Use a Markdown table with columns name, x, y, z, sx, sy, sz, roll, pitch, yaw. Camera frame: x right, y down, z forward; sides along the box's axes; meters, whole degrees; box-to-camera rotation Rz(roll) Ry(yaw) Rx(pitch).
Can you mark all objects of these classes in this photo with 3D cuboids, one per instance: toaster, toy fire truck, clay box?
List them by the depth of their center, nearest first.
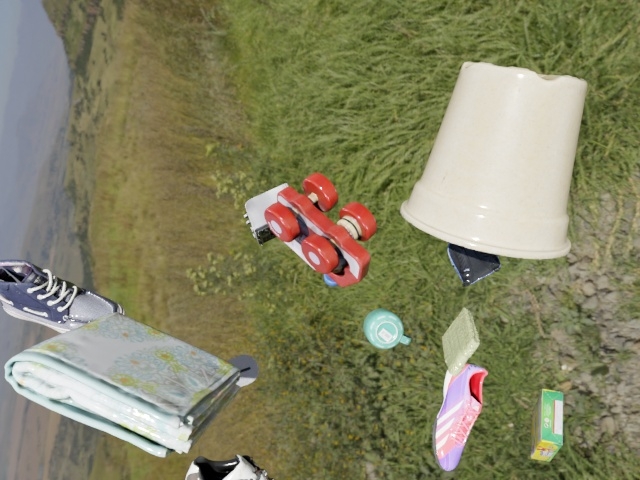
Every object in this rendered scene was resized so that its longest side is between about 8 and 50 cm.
| name | x | y | z | sx | sy | sz | roll | pitch | yaw |
| --- | --- | --- | --- | --- | --- | --- | --- | --- | --- |
| toy fire truck | 0.000 | 0.000 | 1.303 | 0.302 | 0.169 | 0.254 | 40 | 155 | 21 |
| clay box | 0.571 | 0.476 | 1.318 | 0.053 | 0.222 | 0.127 | 5 | 59 | 18 |
| toaster | -0.137 | -0.080 | 1.596 | 0.110 | 0.185 | 0.168 | 63 | 173 | 11 |

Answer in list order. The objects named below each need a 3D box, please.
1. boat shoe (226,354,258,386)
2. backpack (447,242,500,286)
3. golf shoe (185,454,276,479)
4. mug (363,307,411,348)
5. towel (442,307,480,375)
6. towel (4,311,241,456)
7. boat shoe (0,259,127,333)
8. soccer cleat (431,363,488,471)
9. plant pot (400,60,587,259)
| name | x | y | z | sx | sy | sz | roll | pitch | yaw |
| --- | --- | --- | --- | --- | --- | --- | --- | --- | --- |
| boat shoe | -0.324 | 0.397 | 1.405 | 0.119 | 0.335 | 0.121 | -39 | 63 | 40 |
| backpack | 0.360 | 0.034 | 1.238 | 0.105 | 0.084 | 0.114 | -31 | 89 | 16 |
| golf shoe | -0.087 | 0.339 | 0.688 | 0.077 | 0.198 | 0.094 | -79 | -4 | -67 |
| mug | 0.229 | 0.299 | 1.753 | 0.097 | 0.157 | 0.130 | -139 | 42 | -86 |
| towel | 0.312 | 0.223 | 1.158 | 0.148 | 0.027 | 0.110 | -76 | 12 | -66 |
| towel | -0.371 | 0.277 | 1.058 | 0.320 | 0.374 | 0.090 | -23 | -45 | -78 |
| boat shoe | -0.672 | 0.146 | 1.316 | 0.158 | 0.340 | 0.127 | 92 | -171 | -50 |
| soccer cleat | 0.415 | 0.519 | 1.537 | 0.116 | 0.108 | 0.318 | -14 | 51 | 50 |
| plant pot | 0.347 | -0.168 | 0.991 | 0.334 | 0.333 | 0.306 | 42 | 128 | 56 |
